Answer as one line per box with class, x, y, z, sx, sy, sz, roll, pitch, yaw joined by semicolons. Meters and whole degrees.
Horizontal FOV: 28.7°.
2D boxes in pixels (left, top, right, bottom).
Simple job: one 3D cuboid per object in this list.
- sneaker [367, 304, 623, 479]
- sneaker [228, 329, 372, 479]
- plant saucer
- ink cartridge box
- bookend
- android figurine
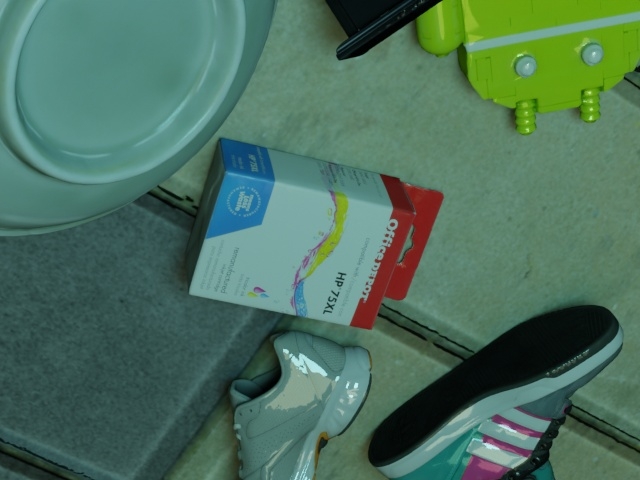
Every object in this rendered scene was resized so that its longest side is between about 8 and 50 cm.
sneaker;0.217;0.205;1.302;0.296;0.123;0.178;-34;113;18
sneaker;-0.055;0.201;1.287;0.121;0.099;0.262;25;104;-12
plant saucer;-0.169;-0.155;0.957;0.400;0.100;0.400;-28;140;-27
ink cartridge box;0.000;0.000;1.188;0.231;0.078;0.134;12;116;-15
bookend;0.046;-0.258;1.034;0.156;0.072;0.157;-31;91;20
android figurine;0.203;-0.225;1.114;0.248;0.056;0.272;-9;117;-4
